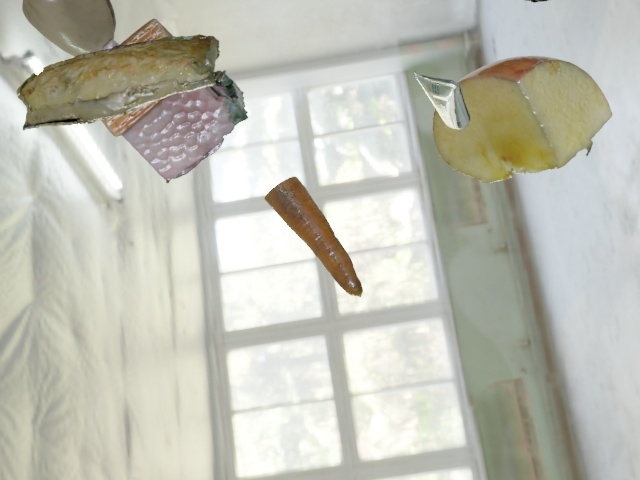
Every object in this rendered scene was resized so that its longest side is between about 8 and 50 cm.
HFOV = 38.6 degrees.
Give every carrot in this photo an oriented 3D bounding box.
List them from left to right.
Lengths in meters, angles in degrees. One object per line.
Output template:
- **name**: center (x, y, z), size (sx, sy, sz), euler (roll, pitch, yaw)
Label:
- **carrot**: center (0.000, 0.000, 1.356), size (0.210, 0.061, 0.061), euler (53, 176, 15)

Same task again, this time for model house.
- **model house**: center (-0.286, -0.279, 1.655), size (0.237, 0.202, 0.237), euler (47, -166, -28)

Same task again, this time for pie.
- **pie**: center (-0.254, -0.208, 1.174), size (0.129, 0.282, 0.068), euler (-88, -15, -49)

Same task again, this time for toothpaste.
- **toothpaste**: center (0.197, -0.210, 1.397), size (0.037, 0.067, 0.255), euler (-69, -19, -2)

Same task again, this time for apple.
- **apple**: center (0.401, -0.244, 1.893), size (0.309, 0.313, 0.252), euler (2, 84, 59)

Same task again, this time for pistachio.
- **pistachio**: center (-0.469, -0.428, 1.708), size (0.223, 0.152, 0.126), euler (64, -167, -50)

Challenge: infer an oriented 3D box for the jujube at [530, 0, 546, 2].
- **jujube**: center (0.366, -0.497, 1.486), size (0.168, 0.168, 0.237), euler (72, -154, -71)
